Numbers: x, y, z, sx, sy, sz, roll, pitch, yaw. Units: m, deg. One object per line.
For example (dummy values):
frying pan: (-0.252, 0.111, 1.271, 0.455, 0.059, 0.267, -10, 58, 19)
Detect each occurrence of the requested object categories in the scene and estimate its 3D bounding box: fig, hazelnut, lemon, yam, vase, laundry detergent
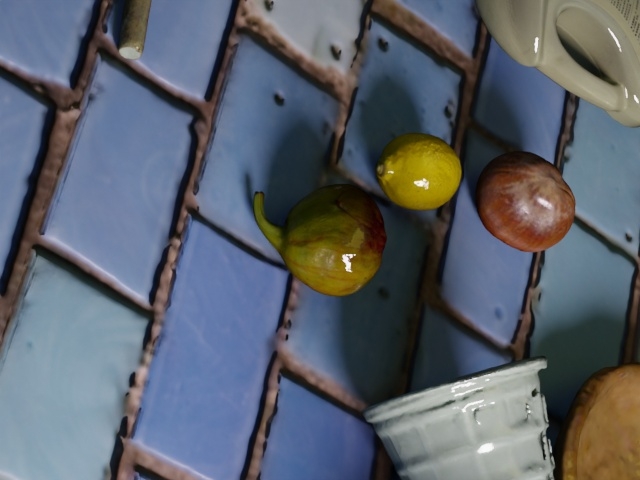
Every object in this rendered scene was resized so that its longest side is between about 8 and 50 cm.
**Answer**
fig: (0.000, 0.000, 1.444, 0.098, 0.082, 0.084, -2, 89, -5)
hazelnut: (0.168, -0.036, 1.588, 0.086, 0.086, 0.086, 18, 60, -33)
lemon: (0.076, -0.054, 1.531, 0.083, 0.062, 0.062, 5, 68, -39)
yam: (-0.134, -0.186, 1.445, 0.021, 0.021, 0.116, 23, 58, -30)
vase: (0.140, 0.244, 1.402, 0.143, 0.143, 0.299, -11, 81, -42)
laundry detergent: (0.219, -0.214, 1.705, 0.253, 0.091, 0.181, 27, 61, -29)

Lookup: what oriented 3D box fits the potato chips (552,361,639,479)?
potato chips: (0.239, 0.194, 1.555, 0.195, 0.062, 0.208, 31, 52, -33)
